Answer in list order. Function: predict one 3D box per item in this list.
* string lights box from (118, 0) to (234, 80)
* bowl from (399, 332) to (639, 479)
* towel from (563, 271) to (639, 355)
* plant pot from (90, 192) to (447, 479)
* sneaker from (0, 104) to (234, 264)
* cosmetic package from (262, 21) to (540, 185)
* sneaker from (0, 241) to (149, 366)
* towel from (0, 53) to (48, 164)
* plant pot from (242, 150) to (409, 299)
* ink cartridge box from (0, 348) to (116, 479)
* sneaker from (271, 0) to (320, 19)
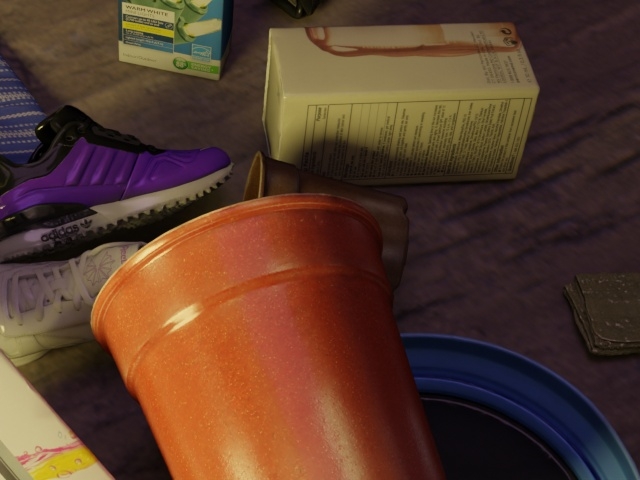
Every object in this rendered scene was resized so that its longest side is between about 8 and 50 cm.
[{"bbox_3d":[-0.171,-0.323,1.617,0.133,0.260,0.077,11,49,3],"label":"string lights box"},{"bbox_3d":[0.110,0.262,1.266,0.391,0.077,0.391,4,49,-4],"label":"bowl"},{"bbox_3d":[0.349,0.080,1.489,0.148,0.027,0.110,-4,49,-9],"label":"towel"},{"bbox_3d":[-0.028,0.146,1.142,0.272,0.272,0.265,-12,59,-17],"label":"plant pot"},{"bbox_3d":[-0.231,-0.082,1.451,0.293,0.102,0.146,-20,87,-33],"label":"sneaker"},{"bbox_3d":[0.088,-0.159,1.582,0.296,0.153,0.129,-2,48,-11],"label":"cosmetic package"},{"bbox_3d":[-0.245,0.046,1.344,0.305,0.152,0.114,-4,60,-17],"label":"sneaker"},{"bbox_3d":[-0.434,-0.168,1.536,0.243,0.040,0.336,-5,43,-40],"label":"towel"},{"bbox_3d":[0.000,0.000,1.434,0.165,0.167,0.167,9,48,-10],"label":"plant pot"},{"bbox_3d":[-0.289,0.247,1.106,0.270,0.198,0.197,47,56,9],"label":"ink cartridge box"},{"bbox_3d":[0.001,-0.365,1.803,0.087,0.130,0.227,35,26,27],"label":"sneaker"}]
